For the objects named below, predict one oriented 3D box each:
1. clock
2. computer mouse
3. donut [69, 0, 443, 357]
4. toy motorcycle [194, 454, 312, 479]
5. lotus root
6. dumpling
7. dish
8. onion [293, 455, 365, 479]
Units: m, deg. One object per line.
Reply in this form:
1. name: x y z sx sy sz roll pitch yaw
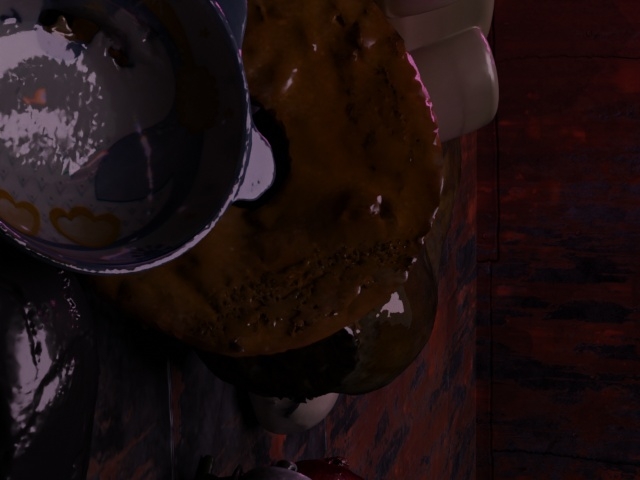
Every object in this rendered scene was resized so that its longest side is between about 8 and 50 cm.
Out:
1. clock: 0.036 -0.251 0.891 0.284 0.114 0.310 -120 -167 -48
2. computer mouse: -0.173 0.087 0.693 0.122 0.073 0.217 -38 129 -71
3. donut: -0.055 -0.053 0.797 0.108 0.277 0.278 107 -12 -80
4. toy motorcycle: -0.064 0.327 1.051 0.275 0.127 0.205 84 16 -49
5. lotus root: 0.000 0.000 1.010 0.346 0.250 0.251 -69 156 -60
6. dumpling: -0.031 0.124 1.210 0.176 0.092 0.150 34 45 -66
7. dish: -0.142 -0.088 0.688 0.236 0.086 0.228 48 58 -25
8. onion: 0.005 0.297 1.271 0.131 0.131 0.131 2 90 -75
